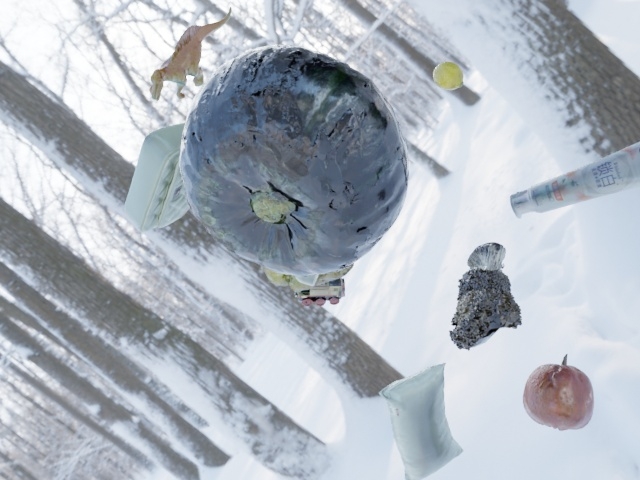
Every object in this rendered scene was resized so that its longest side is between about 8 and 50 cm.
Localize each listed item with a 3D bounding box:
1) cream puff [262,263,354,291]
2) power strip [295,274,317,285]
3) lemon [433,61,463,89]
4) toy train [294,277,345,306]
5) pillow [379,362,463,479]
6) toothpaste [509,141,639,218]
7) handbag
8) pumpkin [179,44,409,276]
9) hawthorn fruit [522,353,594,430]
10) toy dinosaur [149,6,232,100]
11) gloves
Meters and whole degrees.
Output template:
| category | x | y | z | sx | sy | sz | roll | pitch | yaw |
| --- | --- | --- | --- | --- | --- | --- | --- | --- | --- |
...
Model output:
| category | x | y | z | sx | sy | sz | roll | pitch | yaw |
| --- | --- | --- | --- | --- | --- | --- | --- | --- | --- |
| cream puff | -0.035 | -0.002 | 1.250 | 0.244 | 0.196 | 0.244 | -18 | 13 | 4 |
| power strip | 0.000 | 0.000 | 0.891 | 0.192 | 0.035 | 0.081 | -62 | -12 | -68 |
| lemon | 0.291 | -0.372 | 1.294 | 0.062 | 0.083 | 0.062 | -32 | -30 | -21 |
| toy train | -0.001 | 0.135 | 1.544 | 0.050 | 0.138 | 0.087 | -96 | 7 | -45 |
| pillow | 0.210 | 0.371 | 1.146 | 0.144 | 0.253 | 0.078 | -24 | 24 | -18 |
| toothpaste | 0.568 | -0.123 | 1.209 | 0.323 | 0.100 | 0.066 | -21 | -15 | 35 |
| handbag | -0.274 | -0.136 | 1.158 | 0.219 | 0.079 | 0.256 | -31 | -19 | -45 |
| pumpkin | -0.025 | -0.074 | 0.562 | 0.233 | 0.233 | 0.163 | -52 | 10 | 43 |
| hawthorn fruit | 0.628 | 0.393 | 1.495 | 0.179 | 0.179 | 0.200 | 129 | 159 | -81 |
| toy dinosaur | -0.223 | -0.321 | 0.947 | 0.142 | 0.057 | 0.211 | -27 | -40 | -87 |
| gloves | 0.429 | 0.155 | 1.495 | 0.210 | 0.135 | 0.312 | -39 | 24 | 62 |
